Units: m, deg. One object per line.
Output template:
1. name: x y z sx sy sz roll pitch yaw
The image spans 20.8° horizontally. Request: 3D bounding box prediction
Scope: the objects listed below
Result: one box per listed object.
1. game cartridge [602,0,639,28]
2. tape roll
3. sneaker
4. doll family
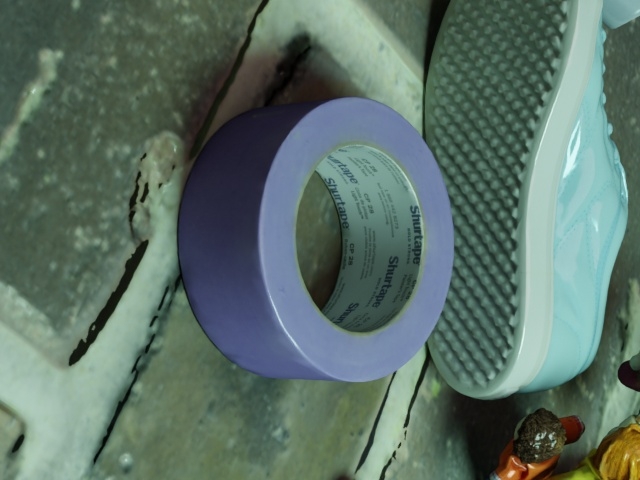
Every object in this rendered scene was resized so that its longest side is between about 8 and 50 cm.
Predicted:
1. game cartridge: 0.268 -0.317 1.313 0.198 0.062 0.297 41 99 1
2. tape roll: 0.000 0.000 1.174 0.189 0.080 0.189 3 85 -45
3. sneaker: 0.168 -0.064 1.321 0.150 0.135 0.365 4 97 -47
4. doll family: 0.241 0.135 1.296 0.263 0.163 0.118 -39 73 -22
